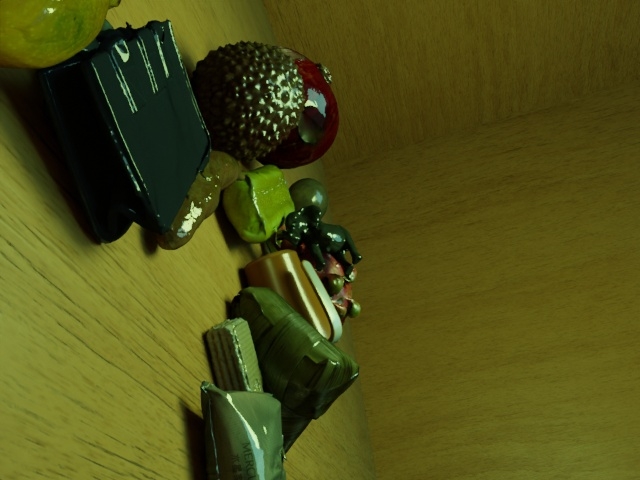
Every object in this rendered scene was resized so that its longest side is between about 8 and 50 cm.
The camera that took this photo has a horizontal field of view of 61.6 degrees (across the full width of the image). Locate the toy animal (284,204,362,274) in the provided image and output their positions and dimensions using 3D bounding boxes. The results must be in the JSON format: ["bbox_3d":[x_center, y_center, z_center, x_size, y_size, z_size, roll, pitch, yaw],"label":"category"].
[{"bbox_3d":[-0.005,0.003,1.319,0.245,0.114,0.146,32,23,-47],"label":"toy animal"}]

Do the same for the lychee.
[{"bbox_3d":[-0.158,-0.317,1.213,0.267,0.267,0.268,-15,90,-82],"label":"lychee"}]

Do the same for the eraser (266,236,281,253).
[{"bbox_3d":[-0.122,0.016,1.611,0.097,0.045,0.122,-90,164,-59],"label":"eraser"}]

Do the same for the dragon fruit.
[{"bbox_3d":[-0.030,0.099,1.452,0.307,0.227,0.243,47,27,-16],"label":"dragon fruit"}]

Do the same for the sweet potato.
[{"bbox_3d":[-0.217,-0.094,0.937,0.106,0.095,0.355,53,22,-15],"label":"sweet potato"}]

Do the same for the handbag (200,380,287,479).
[{"bbox_3d":[-0.108,0.349,0.813,0.182,0.117,0.271,21,53,-57],"label":"handbag"}]

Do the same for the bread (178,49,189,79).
[{"bbox_3d":[-0.300,-0.364,1.107,0.110,0.024,0.110,-13,90,-83],"label":"bread"}]

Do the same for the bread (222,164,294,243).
[{"bbox_3d":[-0.155,-0.094,1.328,0.383,0.112,0.166,-61,134,-77],"label":"bread"}]

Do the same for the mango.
[{"bbox_3d":[-0.293,-0.280,0.527,0.187,0.144,0.359,52,17,-34],"label":"mango"}]

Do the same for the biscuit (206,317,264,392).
[{"bbox_3d":[-0.139,0.260,0.962,0.108,0.061,0.239,-5,81,-82],"label":"biscuit"}]

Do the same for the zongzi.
[{"bbox_3d":[-0.108,0.279,1.087,0.286,0.300,0.138,38,19,26],"label":"zongzi"}]

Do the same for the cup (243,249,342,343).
[{"bbox_3d":[-0.061,0.155,1.222,0.182,0.226,0.264,-11,77,-48],"label":"cup"}]

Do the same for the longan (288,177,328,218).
[{"bbox_3d":[-0.059,-0.135,1.998,0.204,0.159,0.185,-33,-133,58],"label":"longan"}]

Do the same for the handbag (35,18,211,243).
[{"bbox_3d":[-0.258,-0.178,0.729,0.326,0.118,0.269,-92,173,-62],"label":"handbag"}]

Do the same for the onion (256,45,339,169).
[{"bbox_3d":[-0.103,-0.357,1.480,0.341,0.341,0.342,-15,90,-82],"label":"onion"}]
